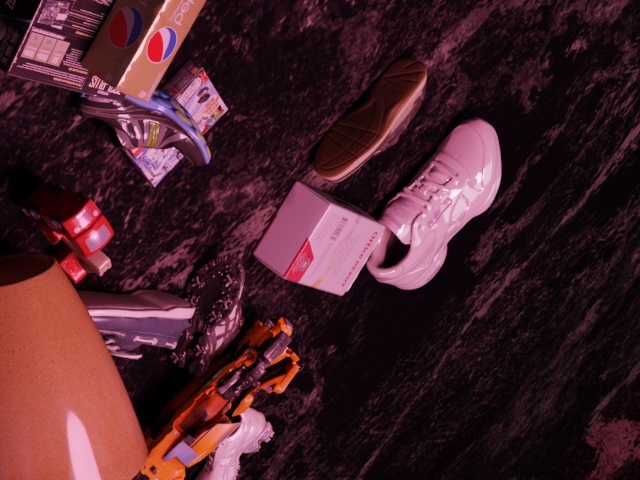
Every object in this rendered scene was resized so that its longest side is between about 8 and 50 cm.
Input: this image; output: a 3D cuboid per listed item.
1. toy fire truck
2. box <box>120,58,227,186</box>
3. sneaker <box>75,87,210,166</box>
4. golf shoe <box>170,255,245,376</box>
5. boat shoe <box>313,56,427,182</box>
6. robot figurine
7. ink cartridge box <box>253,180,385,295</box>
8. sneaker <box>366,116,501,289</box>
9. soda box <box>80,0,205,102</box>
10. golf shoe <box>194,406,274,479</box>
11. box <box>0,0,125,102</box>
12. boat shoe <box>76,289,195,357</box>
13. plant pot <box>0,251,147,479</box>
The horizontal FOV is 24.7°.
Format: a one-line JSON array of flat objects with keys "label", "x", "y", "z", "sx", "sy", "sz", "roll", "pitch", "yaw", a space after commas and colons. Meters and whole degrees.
[{"label": "toy fire truck", "x": -0.280, "y": -0.002, "z": 1.676, "sx": 0.047, "sy": 0.192, "sz": 0.135, "roll": -45, "pitch": 120, "yaw": -18}, {"label": "box", "x": -0.181, "y": -0.142, "z": 1.781, "sx": 0.137, "sy": 0.027, "sz": 0.094, "roll": -48, "pitch": 149, "yaw": -11}, {"label": "sneaker", "x": -0.205, "y": -0.136, "z": 1.698, "sx": 0.188, "sy": 0.067, "sz": 0.078, "roll": 28, "pitch": 111, "yaw": -39}, {"label": "golf shoe", "x": -0.144, "y": 0.094, "z": 2.039, "sx": 0.094, "sy": 0.077, "sz": 0.198, "roll": -29, "pitch": 151, "yaw": -54}, {"label": "boat shoe", "x": 0.080, "y": -0.159, "z": 2.079, "sx": 0.223, "sy": 0.080, "sz": 0.073, "roll": -51, "pitch": 145, "yaw": -14}, {"label": "robot figurine", "x": -0.141, "y": 0.224, "z": 2.075, "sx": 0.291, "sy": 0.085, "sz": 0.211, "roll": -43, "pitch": -169, "yaw": -5}, {"label": "ink cartridge box", "x": 0.000, "y": 0.000, "z": 2.133, "sx": 0.127, "sy": 0.072, "sz": 0.175, "roll": -58, "pitch": 150, "yaw": 7}, {"label": "sneaker", "x": 0.177, "y": -0.054, "z": 2.284, "sx": 0.152, "sy": 0.114, "sz": 0.305, "roll": 9, "pitch": 113, "yaw": -58}, {"label": "soda box", "x": -0.169, "y": -0.238, "z": 1.509, "sx": 0.181, "sy": 0.061, "sz": 0.058, "roll": -59, "pitch": 149, "yaw": 7}, {"label": "golf shoe", "x": -0.157, "y": 0.329, "z": 2.277, "sx": 0.176, "sy": 0.069, "sz": 0.086, "roll": -53, "pitch": 130, "yaw": -8}, {"label": "box", "x": -0.257, "y": -0.237, "z": 1.528, "sx": 0.180, "sy": 0.077, "sz": 0.147, "roll": 8, "pitch": 113, "yaw": -57}, {"label": "boat shoe", "x": -0.255, "y": 0.108, "z": 1.872, "sx": 0.254, "sy": 0.095, "sz": 0.079, "roll": 1, "pitch": 109, "yaw": -65}, {"label": "plant pot", "x": -0.336, "y": 0.152, "z": 1.675, "sx": 0.237, "sy": 0.237, "sz": 0.254, "roll": -25, "pitch": 115, "yaw": -40}]
